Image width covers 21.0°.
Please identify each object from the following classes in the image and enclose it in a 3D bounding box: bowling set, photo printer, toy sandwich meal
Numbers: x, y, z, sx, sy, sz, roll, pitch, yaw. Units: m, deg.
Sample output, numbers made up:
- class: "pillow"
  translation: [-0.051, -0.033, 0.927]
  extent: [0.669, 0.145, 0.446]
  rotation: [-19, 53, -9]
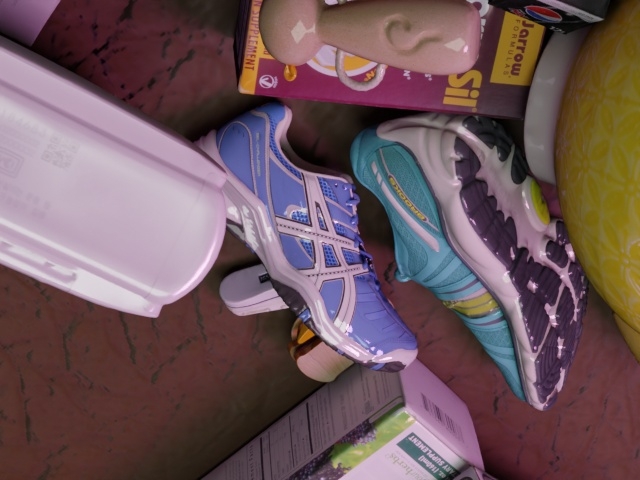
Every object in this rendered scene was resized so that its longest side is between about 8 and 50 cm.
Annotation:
- class: "bowling set"
  translation: [0.038, -0.239, 0.994]
  extent: [0.154, 0.200, 0.287]
  rotation: [7, 105, 18]
- class: "photo printer"
  translation: [-0.201, -0.067, 1.001]
  extent: [0.256, 0.307, 0.107]
  rotation: [26, 91, -17]
- class: "toy sandwich meal"
  translation: [0.016, 0.068, 1.240]
  extent: [0.086, 0.029, 0.085]
  rotation: [-11, 144, -8]

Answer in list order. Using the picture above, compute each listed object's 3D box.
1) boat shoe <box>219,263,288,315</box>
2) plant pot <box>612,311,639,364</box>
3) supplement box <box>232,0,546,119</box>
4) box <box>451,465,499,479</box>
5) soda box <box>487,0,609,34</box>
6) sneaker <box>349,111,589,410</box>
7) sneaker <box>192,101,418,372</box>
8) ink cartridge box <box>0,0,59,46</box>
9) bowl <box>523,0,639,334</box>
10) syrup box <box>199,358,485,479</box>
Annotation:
- class: "boat shoe"
  translation: [-0.021, 0.032, 1.231]
  extent: [0.100, 0.035, 0.035]
  rotation: [-18, 148, 2]
- class: "plant pot"
  translation: [0.264, 0.051, 1.220]
  extent: [0.095, 0.134, 0.134]
  rotation: [33, 116, 5]
- class: "supplement box"
  translation: [0.044, -0.146, 1.096]
  extent: [0.188, 0.081, 0.104]
  rotation: [5, 121, -8]
- class: "box"
  translation: [0.144, 0.288, 1.310]
  extent: [0.169, 0.087, 0.290]
  rotation: [-39, 138, 18]
- class: "soda box"
  translation: [0.156, -0.213, 1.029]
  extent: [0.060, 0.053, 0.168]
  rotation: [19, 82, -16]
- class: "sneaker"
  translation: [0.110, 0.011, 1.203]
  extent: [0.110, 0.107, 0.275]
  rotation: [2, 138, 36]
- class: "sneaker"
  translation: [0.000, 0.000, 1.161]
  extent: [0.081, 0.080, 0.211]
  rotation: [-39, 98, 8]
- class: "ink cartridge box"
  translation: [-0.226, -0.203, 1.011]
  extent: [0.175, 0.127, 0.072]
  rotation: [26, 116, -19]
- class: "bowl"
  translation: [0.223, -0.075, 1.085]
  extent: [0.156, 0.289, 0.289]
  rotation: [17, 127, 29]
- class: "syrup box"
  translation: [-0.002, 0.189, 1.289]
  extent: [0.237, 0.096, 0.093]
  rotation: [-39, 117, 17]
